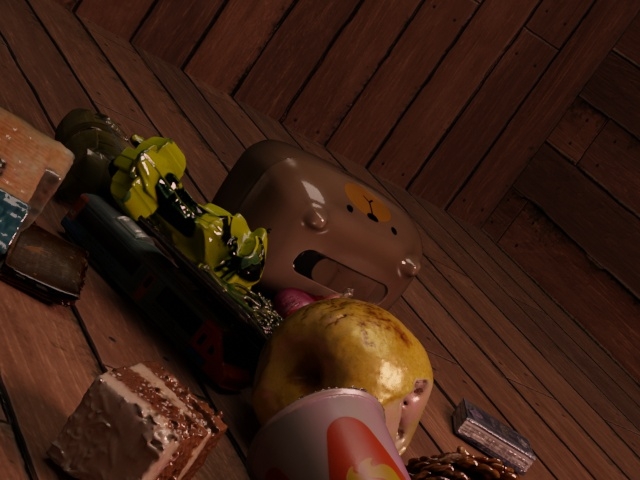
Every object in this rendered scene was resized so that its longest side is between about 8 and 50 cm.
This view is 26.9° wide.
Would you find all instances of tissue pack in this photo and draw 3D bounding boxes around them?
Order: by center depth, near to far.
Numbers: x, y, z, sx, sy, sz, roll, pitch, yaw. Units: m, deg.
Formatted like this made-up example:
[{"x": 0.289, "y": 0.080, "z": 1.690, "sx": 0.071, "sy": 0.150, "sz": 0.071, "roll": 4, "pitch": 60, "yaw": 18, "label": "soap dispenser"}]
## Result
[{"x": 0.323, "y": 0.367, "z": 2.508, "sx": 0.156, "sy": 0.051, "sz": 0.112, "roll": 33, "pitch": 12, "yaw": -5, "label": "tissue pack"}, {"x": 0.000, "y": 0.000, "z": 2.529, "sx": 0.387, "sy": 0.267, "sz": 0.277, "roll": 28, "pitch": 17, "yaw": -34, "label": "tissue pack"}]

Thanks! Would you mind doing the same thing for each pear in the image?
[{"x": 0.037, "y": 0.211, "z": 1.897, "sx": 0.271, "sy": 0.271, "sz": 0.271, "roll": 33, "pitch": 13, "yaw": -9, "label": "pear"}]

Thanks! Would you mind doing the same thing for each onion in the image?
[{"x": 0.000, "y": 0.127, "z": 2.359, "sx": 0.150, "sy": 0.140, "sz": 0.150, "roll": 50, "pitch": 7, "yaw": -8, "label": "onion"}]

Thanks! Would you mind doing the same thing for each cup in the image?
[{"x": 0.050, "y": 0.344, "z": 1.632, "sx": 0.203, "sy": 0.203, "sz": 0.288, "roll": 24, "pitch": 24, "yaw": -41, "label": "cup"}]

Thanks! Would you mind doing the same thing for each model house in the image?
[{"x": -0.503, "y": -0.048, "z": 1.722, "sx": 0.267, "sy": 0.194, "sz": 0.325, "roll": 34, "pitch": 26, "yaw": -17, "label": "model house"}]

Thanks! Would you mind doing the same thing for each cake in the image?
[{"x": -0.206, "y": 0.221, "z": 1.511, "sx": 0.135, "sy": 0.134, "sz": 0.147, "roll": 37, "pitch": 6, "yaw": 18, "label": "cake"}]

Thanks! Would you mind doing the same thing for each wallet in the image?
[{"x": -0.398, "y": 0.034, "z": 1.937, "sx": 0.122, "sy": 0.031, "sz": 0.232, "roll": 28, "pitch": 12, "yaw": -12, "label": "wallet"}]

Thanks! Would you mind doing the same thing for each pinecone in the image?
[{"x": 0.180, "y": 0.379, "z": 1.831, "sx": 0.168, "sy": 0.185, "sz": 0.212, "roll": 57, "pitch": 31, "yaw": -7, "label": "pinecone"}]

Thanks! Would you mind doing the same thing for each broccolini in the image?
[{"x": -0.124, "y": 0.086, "z": 2.151, "sx": 0.074, "sy": 0.058, "sz": 0.201, "roll": 29, "pitch": -18, "yaw": 42, "label": "broccolini"}]

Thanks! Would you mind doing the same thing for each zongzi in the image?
[{"x": -0.344, "y": -0.109, "z": 2.385, "sx": 0.274, "sy": 0.125, "sz": 0.251, "roll": 30, "pitch": 20, "yaw": -29, "label": "zongzi"}]

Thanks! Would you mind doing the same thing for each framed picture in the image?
[{"x": -0.145, "y": 0.105, "z": 2.078, "sx": 0.255, "sy": 0.014, "sz": 0.338, "roll": 41, "pitch": -8, "yaw": 27, "label": "framed picture"}]

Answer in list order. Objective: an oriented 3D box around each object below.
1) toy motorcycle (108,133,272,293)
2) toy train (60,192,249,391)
[{"x": -0.210, "y": -0.023, "z": 2.218, "sx": 0.206, "sy": 0.142, "sz": 0.342, "roll": -12, "pitch": -52, "yaw": 45, "label": "toy motorcycle"}, {"x": -0.243, "y": 0.074, "z": 2.060, "sx": 0.409, "sy": 0.089, "sz": 0.086, "roll": 41, "pitch": 9, "yaw": 27, "label": "toy train"}]
